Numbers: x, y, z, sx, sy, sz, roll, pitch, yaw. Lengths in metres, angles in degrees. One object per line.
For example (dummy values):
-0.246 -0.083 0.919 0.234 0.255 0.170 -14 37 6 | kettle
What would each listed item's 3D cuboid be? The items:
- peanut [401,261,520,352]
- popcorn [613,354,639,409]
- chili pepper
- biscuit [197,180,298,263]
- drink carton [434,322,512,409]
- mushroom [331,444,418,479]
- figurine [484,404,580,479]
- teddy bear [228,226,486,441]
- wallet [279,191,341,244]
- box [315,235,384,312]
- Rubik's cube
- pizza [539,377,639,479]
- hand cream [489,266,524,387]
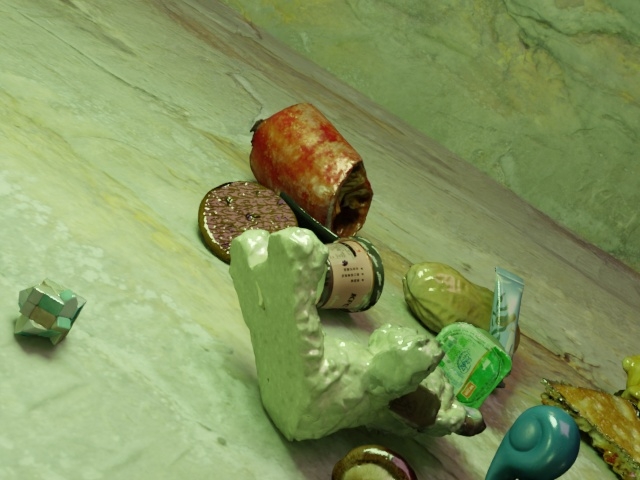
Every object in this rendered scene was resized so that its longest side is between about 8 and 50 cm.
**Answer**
0.318 0.157 1.635 0.313 0.149 0.149 29 22 -19 | peanut
0.872 0.381 1.751 0.315 0.281 0.297 17 42 -2 | popcorn
0.001 -0.152 1.691 0.229 0.251 0.305 -15 47 -42 | chili pepper
-0.141 -0.029 1.451 0.212 0.036 0.212 14 53 -19 | biscuit
0.292 0.235 1.445 0.144 0.146 0.142 41 15 17 | drink carton
0.074 0.334 0.976 0.127 0.127 0.087 40 7 17 | mushroom
0.269 0.434 0.950 0.298 0.243 0.416 31 41 -29 | figurine
0.078 0.148 1.126 0.362 0.376 0.327 -9 2 -31 | teddy bear
0.000 0.000 1.571 0.025 0.124 0.244 -40 68 -23 | wallet
0.025 0.068 1.420 0.135 0.151 0.151 -1 39 -41 | box
-0.356 0.093 0.953 0.084 0.075 0.073 15 9 -6 | Rubik's cube
0.605 0.414 1.561 0.287 0.074 0.251 18 27 -19 | pizza
0.387 0.185 1.572 0.088 0.055 0.256 22 67 -23 | hand cream
